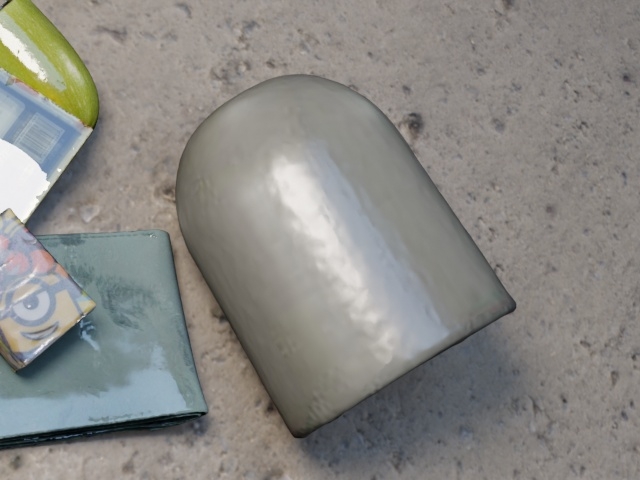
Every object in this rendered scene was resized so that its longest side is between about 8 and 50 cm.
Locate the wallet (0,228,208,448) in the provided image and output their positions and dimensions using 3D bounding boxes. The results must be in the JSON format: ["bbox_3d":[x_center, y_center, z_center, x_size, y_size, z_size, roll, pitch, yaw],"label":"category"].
[{"bbox_3d":[-0.291,0.107,1.415,0.291,0.054,0.251,-3,65,-23],"label":"wallet"}]

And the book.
[{"bbox_3d":[-0.456,-0.128,1.385,0.322,0.018,0.228,35,73,-4],"label":"book"}]

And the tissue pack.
[{"bbox_3d":[-0.338,0.055,1.339,0.109,0.060,0.148,-42,94,-22],"label":"tissue pack"}]

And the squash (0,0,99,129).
[{"bbox_3d":[-0.340,-0.196,1.477,0.186,0.123,0.123,47,55,-3],"label":"squash"}]

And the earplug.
[{"bbox_3d":[0.000,0.000,1.476,0.313,0.312,0.394,-27,81,-35],"label":"earplug"}]
